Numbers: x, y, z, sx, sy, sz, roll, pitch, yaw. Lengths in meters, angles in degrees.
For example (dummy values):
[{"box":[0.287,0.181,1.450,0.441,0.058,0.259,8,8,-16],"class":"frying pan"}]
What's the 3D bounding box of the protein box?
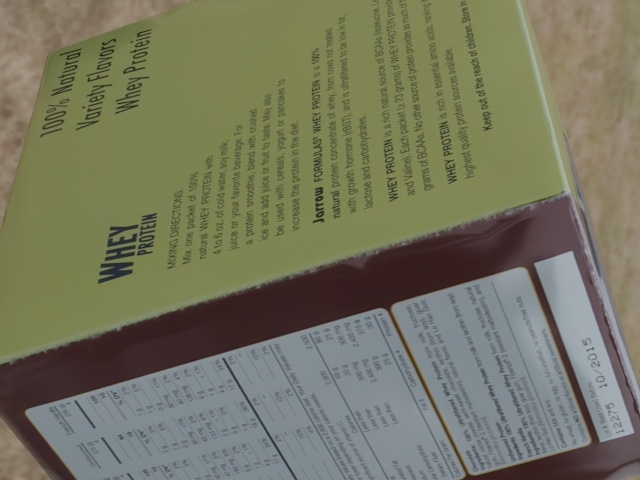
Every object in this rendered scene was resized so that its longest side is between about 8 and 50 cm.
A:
[{"box":[0.000,0.000,0.514,0.200,0.201,0.136,-92,161,-51],"class":"protein box"}]
